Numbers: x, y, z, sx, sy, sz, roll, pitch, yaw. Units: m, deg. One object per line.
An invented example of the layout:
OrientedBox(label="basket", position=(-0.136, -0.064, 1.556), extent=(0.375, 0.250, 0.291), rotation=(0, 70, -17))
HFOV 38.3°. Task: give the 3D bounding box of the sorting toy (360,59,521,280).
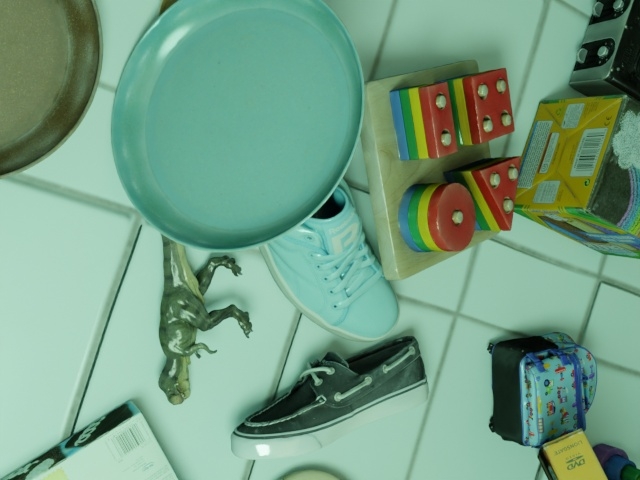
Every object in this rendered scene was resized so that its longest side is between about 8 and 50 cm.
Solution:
OrientedBox(label="sorting toy", position=(0.176, -0.102, 1.222), extent=(0.257, 0.089, 0.255), rotation=(-22, 106, -46))

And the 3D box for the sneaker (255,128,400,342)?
OrientedBox(label="sneaker", position=(0.000, 0.000, 1.156), extent=(0.135, 0.150, 0.366), rotation=(-46, 113, -15))

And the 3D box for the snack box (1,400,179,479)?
OrientedBox(label="snack box", position=(-0.315, 0.356, 1.082), extent=(0.322, 0.060, 0.187), rotation=(-31, 108, -21))

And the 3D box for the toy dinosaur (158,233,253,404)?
OrientedBox(label="toy dinosaur", position=(-0.151, 0.072, 1.139), extent=(0.118, 0.064, 0.268), rotation=(-6, 95, -20))

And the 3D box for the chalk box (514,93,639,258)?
OrientedBox(label="chalk box", position=(0.457, -0.076, 1.370), extent=(0.289, 0.179, 0.180), rotation=(23, 84, -28))

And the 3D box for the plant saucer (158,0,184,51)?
OrientedBox(label="plant saucer", position=(-0.159, -0.270, 1.122), extent=(0.083, 0.015, 0.083), rotation=(-3, 98, -27))

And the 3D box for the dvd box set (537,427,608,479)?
OrientedBox(label="dvd box set", position=(0.413, 0.470, 1.244), extent=(0.062, 0.307, 0.420), rotation=(-25, 72, 4))

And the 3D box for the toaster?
OrientedBox(label="toaster", position=(0.485, -0.286, 1.398), extent=(0.186, 0.110, 0.168), rotation=(21, 86, -27))

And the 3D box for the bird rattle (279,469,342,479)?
OrientedBox(label="bird rattle", position=(0.009, 0.403, 1.222), extent=(0.254, 0.143, 0.206), rotation=(-31, 92, -24))

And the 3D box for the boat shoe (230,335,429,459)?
OrientedBox(label="boat shoe", position=(0.014, 0.198, 1.210), extent=(0.301, 0.108, 0.102), rotation=(-14, 102, -28))

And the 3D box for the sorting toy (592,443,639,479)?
OrientedBox(label="sorting toy", position=(0.421, 0.503, 1.440), extent=(0.127, 0.126, 0.365), rotation=(30, 82, -26))

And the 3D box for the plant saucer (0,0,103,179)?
OrientedBox(label="plant saucer", position=(-0.393, -0.215, 0.989), extent=(0.311, 0.050, 0.310), rotation=(-3, 96, -26))

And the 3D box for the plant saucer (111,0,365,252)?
OrientedBox(label="plant saucer", position=(-0.093, -0.141, 1.047), extent=(0.044, 0.318, 0.317), rotation=(21, 84, -67))

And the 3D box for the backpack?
OrientedBox(label="backpack", position=(0.347, 0.219, 1.378), extent=(0.173, 0.117, 0.158), rotation=(-7, 99, -29))
